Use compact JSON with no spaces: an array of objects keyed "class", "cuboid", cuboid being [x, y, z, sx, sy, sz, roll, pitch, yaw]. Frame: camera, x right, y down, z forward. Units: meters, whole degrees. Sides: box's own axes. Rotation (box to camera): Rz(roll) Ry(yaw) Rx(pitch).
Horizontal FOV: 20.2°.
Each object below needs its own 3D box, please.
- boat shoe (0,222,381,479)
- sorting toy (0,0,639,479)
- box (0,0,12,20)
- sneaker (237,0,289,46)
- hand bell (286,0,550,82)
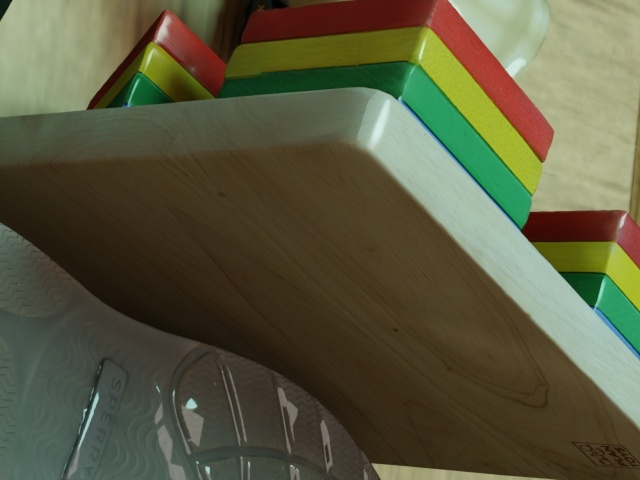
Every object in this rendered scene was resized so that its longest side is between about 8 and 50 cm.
[{"class":"boat shoe","cuboid":[-0.098,0.095,0.732,0.355,0.130,0.132,42,57,-34]},{"class":"sorting toy","cuboid":[0.000,0.000,0.742,0.257,0.255,0.089,43,58,-41]},{"class":"box","cuboid":[-0.167,-0.214,0.637,0.322,0.079,0.257,-64,149,-25]},{"class":"sneaker","cuboid":[-0.006,-0.118,0.870,0.077,0.072,0.178,-29,111,-41]},{"class":"hand bell","cuboid":[-0.011,-0.163,0.749,0.126,0.126,0.242,-54,125,-32]}]
